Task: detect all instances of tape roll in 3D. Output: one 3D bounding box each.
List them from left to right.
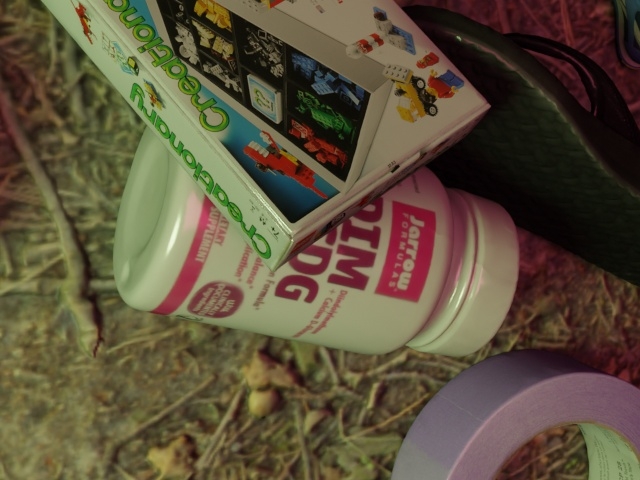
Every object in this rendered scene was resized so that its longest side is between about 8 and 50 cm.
[{"bbox_3d":[0.204,0.245,0.934,0.275,0.090,0.274,-4,101,-22],"label":"tape roll"}]

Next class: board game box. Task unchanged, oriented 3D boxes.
[{"bbox_3d":[-0.054,-0.149,0.677,0.193,0.053,0.305,-35,79,-31],"label":"board game box"}]

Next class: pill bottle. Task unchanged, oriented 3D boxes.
[{"bbox_3d":[0.000,0.000,0.768,0.283,0.160,0.160,13,93,-24],"label":"pill bottle"}]

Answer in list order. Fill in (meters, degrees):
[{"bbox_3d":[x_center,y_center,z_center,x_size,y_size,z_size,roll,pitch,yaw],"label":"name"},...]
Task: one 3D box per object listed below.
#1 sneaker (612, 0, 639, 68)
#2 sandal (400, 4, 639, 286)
[{"bbox_3d":[0.297,-0.229,0.914,0.053,0.059,0.144,-25,106,-15],"label":"sneaker"},{"bbox_3d":[0.210,-0.081,0.868,0.446,0.168,0.107,29,60,-30],"label":"sandal"}]
